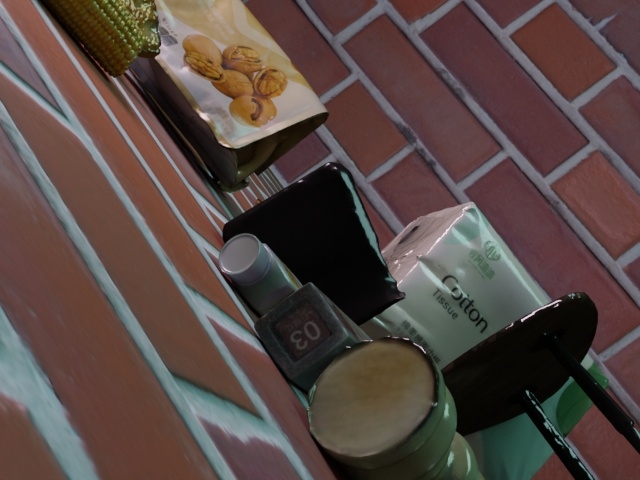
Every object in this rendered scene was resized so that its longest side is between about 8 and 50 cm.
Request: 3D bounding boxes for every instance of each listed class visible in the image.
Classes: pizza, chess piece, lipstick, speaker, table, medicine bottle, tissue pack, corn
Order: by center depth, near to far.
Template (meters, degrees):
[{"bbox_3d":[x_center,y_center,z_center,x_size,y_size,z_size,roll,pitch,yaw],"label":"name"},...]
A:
[{"bbox_3d":[0.096,0.213,1.150,0.243,0.133,0.133,56,0,-40],"label":"chess piece"},{"bbox_3d":[-0.062,0.043,1.314,0.118,0.055,0.074,49,5,-48],"label":"medicine bottle"},{"bbox_3d":[0.032,0.144,1.344,0.076,0.080,0.371,53,3,24],"label":"lipstick"},{"bbox_3d":[0.283,0.266,1.435,0.249,0.317,0.317,60,6,28],"label":"table"},{"bbox_3d":[-0.313,-0.319,1.515,0.248,0.081,0.081,52,3,-27],"label":"corn"},{"bbox_3d":[-0.004,0.015,1.575,0.184,0.180,0.388,59,3,-2],"label":"speaker"},{"bbox_3d":[-0.300,-0.356,1.707,0.204,0.081,0.188,45,48,-43],"label":"pizza"},{"bbox_3d":[0.200,0.166,1.707,0.356,0.266,0.194,52,-26,-12],"label":"tissue pack"}]

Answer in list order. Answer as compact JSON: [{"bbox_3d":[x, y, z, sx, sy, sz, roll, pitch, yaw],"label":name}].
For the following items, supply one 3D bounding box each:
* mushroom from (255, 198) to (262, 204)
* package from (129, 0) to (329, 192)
[{"bbox_3d":[-0.090,-0.028,2.266,0.286,0.026,0.028,-127,-166,-60],"label":"mushroom"},{"bbox_3d":[-0.172,-0.241,1.887,0.311,0.221,0.165,52,-36,13],"label":"package"}]
